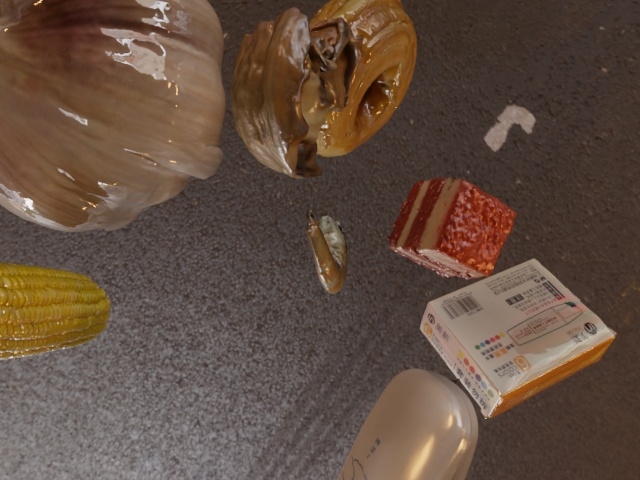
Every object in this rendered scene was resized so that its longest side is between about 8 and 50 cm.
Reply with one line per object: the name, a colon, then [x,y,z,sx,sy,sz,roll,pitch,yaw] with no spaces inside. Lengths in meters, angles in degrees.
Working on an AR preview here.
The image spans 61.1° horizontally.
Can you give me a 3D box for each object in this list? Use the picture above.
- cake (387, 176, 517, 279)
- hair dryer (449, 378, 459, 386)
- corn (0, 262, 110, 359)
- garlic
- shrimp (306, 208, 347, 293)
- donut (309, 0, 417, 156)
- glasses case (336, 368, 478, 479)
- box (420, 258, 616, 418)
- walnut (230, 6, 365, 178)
cake: [0.429,-0.033,1.778,0.269,0.319,0.270,26,84,-19]
hair dryer: [0.137,0.334,0.611,0.123,0.341,0.313,2,153,22]
corn: [-0.257,0.062,0.478,0.081,0.248,0.081,0,84,-1]
garlic: [-0.244,-0.174,0.556,0.321,0.241,0.322,1,79,-4]
shrimp: [0.011,0.030,1.228,0.068,0.287,0.186,-14,87,14]
donut: [0.074,-0.401,1.349,0.198,0.448,0.449,40,120,19]
glasses case: [0.053,0.218,0.444,0.059,0.092,0.234,19,98,-36]
box: [0.356,0.168,0.994,0.273,0.221,0.091,-18,140,-19]
walnut: [-0.043,-0.191,0.706,0.141,0.238,0.204,14,112,17]
